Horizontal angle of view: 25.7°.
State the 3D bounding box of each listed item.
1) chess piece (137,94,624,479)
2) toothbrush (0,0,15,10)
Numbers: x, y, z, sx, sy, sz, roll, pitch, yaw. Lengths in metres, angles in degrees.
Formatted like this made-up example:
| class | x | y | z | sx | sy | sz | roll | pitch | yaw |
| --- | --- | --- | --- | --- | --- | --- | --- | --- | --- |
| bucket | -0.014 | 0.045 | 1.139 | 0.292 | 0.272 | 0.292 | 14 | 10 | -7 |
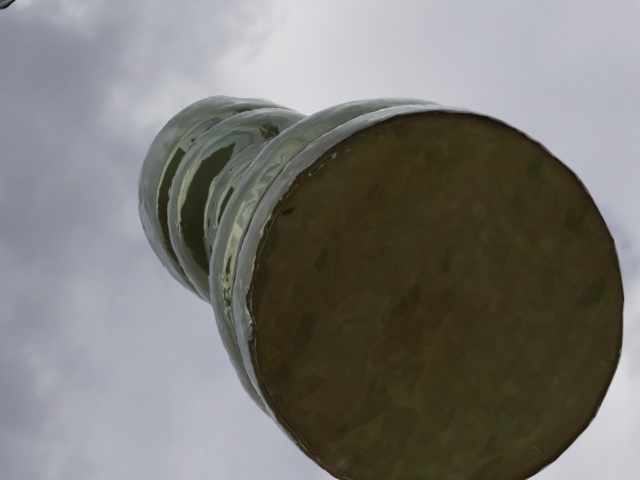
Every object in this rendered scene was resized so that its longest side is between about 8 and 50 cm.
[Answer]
| class | x | y | z | sx | sy | sz | roll | pitch | yaw |
| --- | --- | --- | --- | --- | --- | --- | --- | --- | --- |
| chess piece | 0.000 | 0.000 | 0.962 | 0.234 | 0.442 | 0.234 | -4 | -78 | -18 |
| toothbrush | -0.147 | -0.110 | 0.628 | 0.220 | 0.019 | 0.016 | -21 | -40 | 36 |
